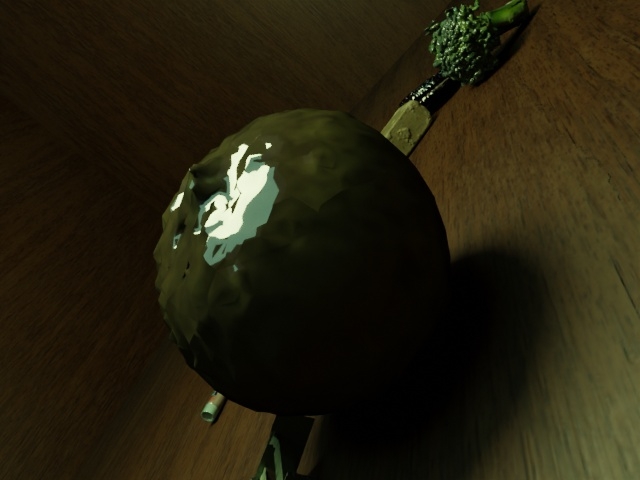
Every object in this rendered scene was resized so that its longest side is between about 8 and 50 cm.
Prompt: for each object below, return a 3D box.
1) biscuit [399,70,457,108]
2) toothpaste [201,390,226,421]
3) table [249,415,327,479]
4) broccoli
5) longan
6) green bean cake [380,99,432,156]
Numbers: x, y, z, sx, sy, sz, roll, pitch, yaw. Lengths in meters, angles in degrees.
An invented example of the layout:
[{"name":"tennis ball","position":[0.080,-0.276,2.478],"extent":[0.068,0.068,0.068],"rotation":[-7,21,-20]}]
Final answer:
[{"name":"biscuit","position":[0.304,-0.417,1.526],"extent":[0.194,0.053,0.194],"rotation":[-38,9,7]},{"name":"toothpaste","position":[-0.226,0.344,1.319],"extent":[0.056,0.036,0.205],"rotation":[-45,9,32]},{"name":"table","position":[-0.051,0.321,0.663],"extent":[0.146,0.062,0.176],"rotation":[-129,58,-78]},{"name":"broccoli","position":[0.381,-0.485,1.343],"extent":[0.274,0.177,0.198],"rotation":[-34,-1,-35]},{"name":"longan","position":[-0.028,0.035,0.703],"extent":[0.391,0.391,0.391],"rotation":[-48,12,14]},{"name":"green bean cake","position":[0.207,-0.274,1.454],"extent":[0.179,0.085,0.109],"rotation":[-53,10,-14]}]
